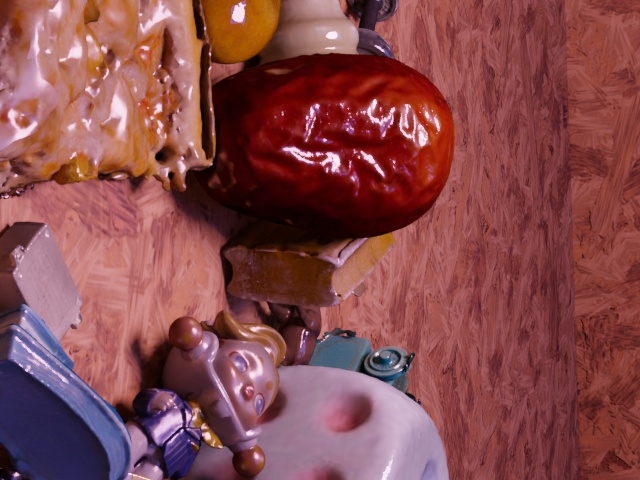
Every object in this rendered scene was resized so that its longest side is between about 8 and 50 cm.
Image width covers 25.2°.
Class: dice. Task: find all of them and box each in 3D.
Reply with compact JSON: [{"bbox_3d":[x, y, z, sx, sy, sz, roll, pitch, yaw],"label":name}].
[{"bbox_3d":[-0.005,0.330,1.722,0.263,0.268,0.265,-67,150,-42],"label":"dice"}]

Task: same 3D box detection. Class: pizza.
[{"bbox_3d":[-0.210,-0.234,1.396,0.435,0.080,0.392,-15,111,-68],"label":"pizza"}]

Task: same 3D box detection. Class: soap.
[{"bbox_3d":[0.000,0.000,1.848,0.257,0.160,0.080,-41,133,-59],"label":"soap"}]

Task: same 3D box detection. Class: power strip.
[{"bbox_3d":[-0.267,0.062,1.365,0.075,0.042,0.175,-65,149,-44],"label":"power strip"}]

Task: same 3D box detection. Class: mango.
[{"bbox_3d":[-0.100,-0.288,1.686,0.227,0.099,0.136,-72,147,-53],"label":"mango"}]

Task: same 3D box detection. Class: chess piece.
[{"bbox_3d":[-0.026,-0.335,1.825,0.144,0.144,0.251,-9,93,-67],"label":"chess piece"}]

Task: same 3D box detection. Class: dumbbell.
[{"bbox_3d":[0.068,-0.314,2.086,0.110,0.110,0.255,68,25,-44],"label":"dumbbell"}]

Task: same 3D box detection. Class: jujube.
[{"bbox_3d":[0.006,-0.113,1.703,0.318,0.223,0.223,0,92,-30],"label":"jujube"}]

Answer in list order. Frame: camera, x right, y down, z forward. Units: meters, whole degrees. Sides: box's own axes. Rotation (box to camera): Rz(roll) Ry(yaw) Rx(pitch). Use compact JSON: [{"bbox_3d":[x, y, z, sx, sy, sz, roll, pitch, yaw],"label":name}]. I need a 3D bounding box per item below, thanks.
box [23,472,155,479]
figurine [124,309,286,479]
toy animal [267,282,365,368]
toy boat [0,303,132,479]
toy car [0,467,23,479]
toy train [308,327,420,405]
[{"bbox_3d":[-0.229,0.263,1.413,0.155,0.023,0.087,25,62,-36],"label":"box"},{"bbox_3d":[-0.142,0.200,1.583,0.194,0.133,0.274,47,53,-31],"label":"figurine"},{"bbox_3d":[-0.028,0.108,1.904,0.186,0.093,0.214,43,59,-55],"label":"toy animal"},{"bbox_3d":[-0.248,0.155,1.330,0.238,0.109,0.098,57,17,-37],"label":"toy boat"},{"bbox_3d":[-0.320,0.228,1.225,0.216,0.063,0.103,60,38,-61],"label":"toy car"},{"bbox_3d":[0.042,0.222,1.960,0.203,0.163,0.112,-59,145,-48],"label":"toy train"}]
